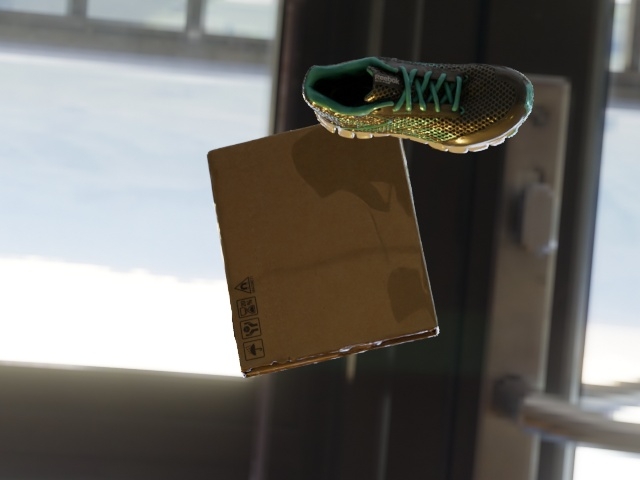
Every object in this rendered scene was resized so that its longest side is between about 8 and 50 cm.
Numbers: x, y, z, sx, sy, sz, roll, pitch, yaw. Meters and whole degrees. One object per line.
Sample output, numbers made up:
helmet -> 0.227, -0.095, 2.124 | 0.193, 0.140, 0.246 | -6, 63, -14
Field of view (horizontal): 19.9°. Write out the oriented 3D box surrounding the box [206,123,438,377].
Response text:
box -> 0.000, 0.000, 1.488 | 0.164, 0.201, 0.021 | -13, 156, 6

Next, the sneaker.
sneaker -> 0.061, -0.097, 1.253 | 0.166, 0.065, 0.076 | 0, 172, 23
